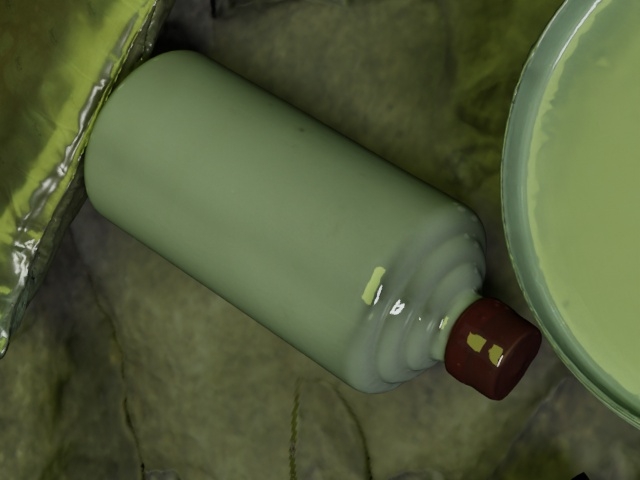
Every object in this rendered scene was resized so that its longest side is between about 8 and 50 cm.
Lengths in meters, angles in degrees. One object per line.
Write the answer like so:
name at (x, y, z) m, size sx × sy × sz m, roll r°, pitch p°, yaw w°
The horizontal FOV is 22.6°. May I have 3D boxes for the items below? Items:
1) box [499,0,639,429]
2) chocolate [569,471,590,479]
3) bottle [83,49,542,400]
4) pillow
box at (0.202, -0.019, 0.655) m, size 0.226 × 0.149 × 0.226 m, roll -4°, pitch 82°, yaw 28°
chocolate at (0.141, 0.180, 0.724) m, size 0.072 × 0.070 × 0.147 m, roll -36°, pitch 78°, yaw 10°
bottle at (0.000, 0.000, 0.789) m, size 0.245 × 0.104 × 0.104 m, roll 31°, pitch 99°, yaw 28°
pillow at (-0.153, -0.105, 0.890) m, size 0.185 × 0.075 × 0.302 m, roll 38°, pitch 104°, yaw 47°
